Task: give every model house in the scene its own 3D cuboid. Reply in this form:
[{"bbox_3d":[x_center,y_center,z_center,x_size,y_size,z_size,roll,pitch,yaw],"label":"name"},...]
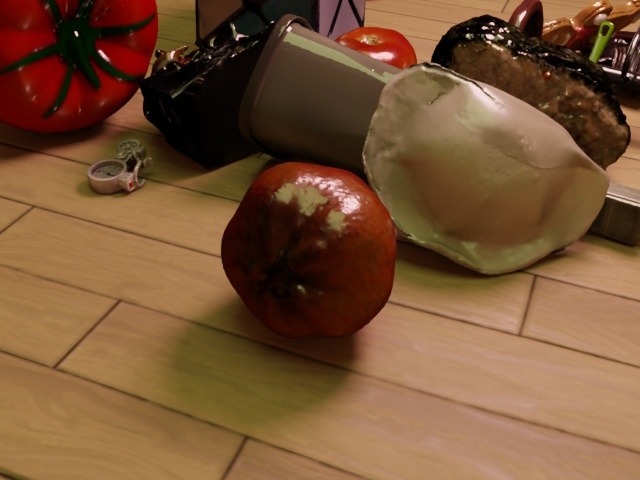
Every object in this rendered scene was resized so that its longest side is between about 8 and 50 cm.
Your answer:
[{"bbox_3d":[0.650,-0.363,1.633,0.164,0.141,0.203,-45,32,-21],"label":"model house"}]

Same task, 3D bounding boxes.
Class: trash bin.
[{"bbox_3d":[0.036,-0.214,1.256,0.250,0.219,0.219,22,-1,14],"label":"trash bin"}]

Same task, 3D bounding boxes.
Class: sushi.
[{"bbox_3d":[-0.190,-0.259,1.360,0.212,0.215,0.227,28,63,39],"label":"sushi"},{"bbox_3d":[0.341,-0.234,1.291,0.350,0.211,0.170,31,37,-10],"label":"sushi"}]

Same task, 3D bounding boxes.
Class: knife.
[{"bbox_3d":[0.561,-0.375,1.598,0.078,0.166,0.023,31,13,31],"label":"knife"}]

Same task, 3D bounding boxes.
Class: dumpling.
[{"bbox_3d":[0.233,-0.086,1.114,0.341,0.260,0.181,33,-8,-29],"label":"dumpling"}]

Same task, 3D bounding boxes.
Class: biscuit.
[{"bbox_3d":[0.563,-0.444,1.678,0.340,0.216,0.047,-17,74,-37],"label":"biscuit"}]

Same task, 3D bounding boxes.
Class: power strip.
[{"bbox_3d":[0.387,-0.070,1.208,0.272,0.078,0.052,21,40,23],"label":"power strip"}]

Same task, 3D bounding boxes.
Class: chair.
[{"bbox_3d":[0.486,-0.320,1.447,0.401,0.226,0.226,19,38,23],"label":"chair"}]

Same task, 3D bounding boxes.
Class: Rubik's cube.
[{"bbox_3d":[-0.079,-0.564,1.681,0.305,0.306,0.310,19,40,19],"label":"Rubik's cube"}]

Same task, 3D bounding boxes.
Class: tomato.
[{"bbox_3d":[0.098,-0.339,1.523,0.195,0.136,0.195,0,37,0],"label":"tomato"}]

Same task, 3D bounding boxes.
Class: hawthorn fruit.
[{"bbox_3d":[0.000,0.000,0.977,0.224,0.224,0.261,15,24,17],"label":"hawthorn fruit"}]

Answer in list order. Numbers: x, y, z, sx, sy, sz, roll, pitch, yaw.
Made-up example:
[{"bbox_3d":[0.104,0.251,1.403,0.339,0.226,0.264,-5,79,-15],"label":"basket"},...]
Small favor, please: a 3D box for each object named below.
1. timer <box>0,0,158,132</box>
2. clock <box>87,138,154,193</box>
[{"bbox_3d":[-0.479,-0.378,1.329,0.279,0.377,0.378,31,44,34],"label":"timer"},{"bbox_3d":[-0.325,-0.123,1.270,0.087,0.041,0.129,9,41,15],"label":"clock"}]
